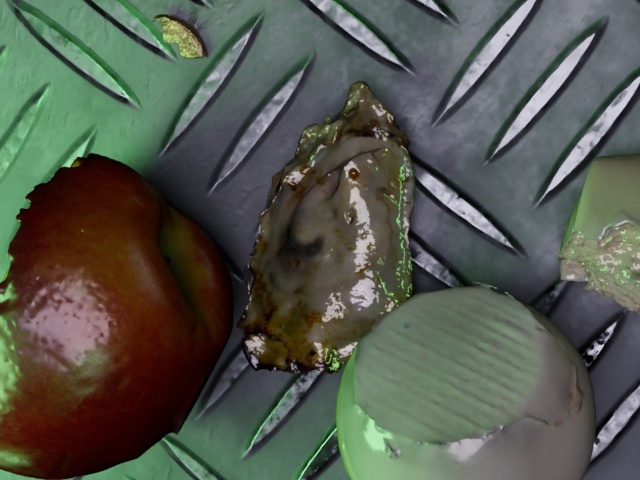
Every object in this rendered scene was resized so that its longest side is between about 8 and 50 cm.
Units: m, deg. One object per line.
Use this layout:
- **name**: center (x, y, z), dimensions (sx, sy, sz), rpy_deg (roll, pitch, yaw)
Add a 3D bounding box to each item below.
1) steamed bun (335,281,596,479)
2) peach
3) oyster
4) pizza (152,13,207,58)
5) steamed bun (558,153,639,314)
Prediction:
- **steamed bun**: center (0.176, 0.225, 1.513), dimensions (0.309, 0.309, 0.309), rpy_deg (3, 101, 14)
- **peach**: center (-0.275, 0.111, 1.565), dimensions (0.310, 0.335, 0.406), rpy_deg (33, 107, -6)
- **oyster**: center (-0.002, -0.011, 1.581), dimensions (0.221, 0.096, 0.361), rpy_deg (-6, 105, -19)
- **pizza**: center (-0.175, -0.255, 1.638), dimensions (0.083, 0.016, 0.037), rpy_deg (40, 106, 1)
- **steamed bun**: center (0.380, 0.007, 1.465), dimensions (0.225, 0.170, 0.200), rpy_deg (4, 106, 15)
